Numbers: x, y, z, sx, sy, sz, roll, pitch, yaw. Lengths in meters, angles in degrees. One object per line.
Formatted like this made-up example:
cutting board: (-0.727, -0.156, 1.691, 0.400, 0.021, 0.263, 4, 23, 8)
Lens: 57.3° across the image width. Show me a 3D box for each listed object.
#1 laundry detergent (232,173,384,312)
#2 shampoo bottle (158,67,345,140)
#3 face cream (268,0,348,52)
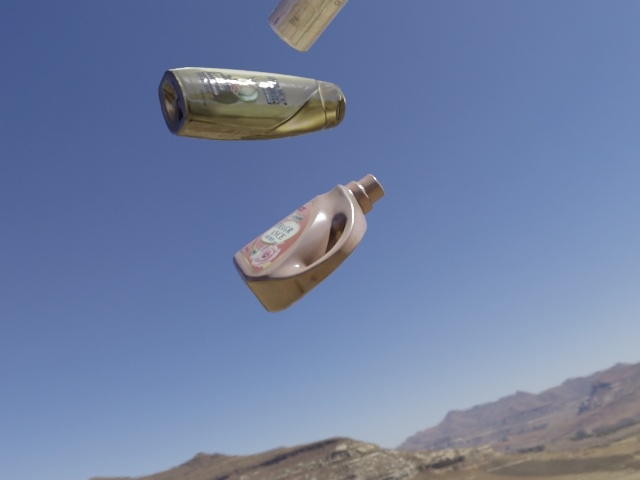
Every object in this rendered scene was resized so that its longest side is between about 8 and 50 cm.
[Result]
laundry detergent: (0.000, 0.000, 0.807, 0.237, 0.076, 0.171, -35, 24, -5)
shampoo bottle: (-0.102, -0.237, 1.028, 0.350, 0.125, 0.084, -8, -19, -40)
face cream: (0.032, -0.403, 0.853, 0.082, 0.081, 0.269, 10, -48, -49)
